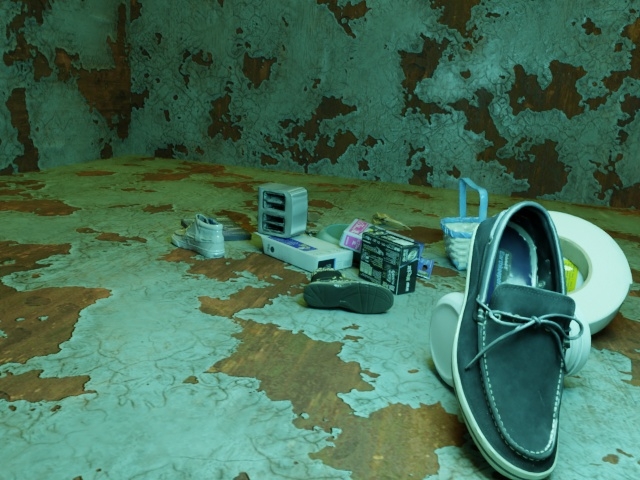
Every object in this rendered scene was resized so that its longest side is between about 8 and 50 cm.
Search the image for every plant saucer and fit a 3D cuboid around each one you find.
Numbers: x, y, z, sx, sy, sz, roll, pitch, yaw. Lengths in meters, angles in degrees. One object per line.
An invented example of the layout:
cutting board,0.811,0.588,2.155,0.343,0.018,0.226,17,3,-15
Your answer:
plant saucer,0.136,-0.002,2.069,0.317,0.044,0.318,9,18,-3

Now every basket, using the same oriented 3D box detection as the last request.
basket,0.520,-0.057,1.966,0.200,0.289,0.255,-6,18,2

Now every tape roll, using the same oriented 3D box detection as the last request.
tape roll,0.595,0.082,1.494,0.391,0.072,0.392,-5,48,6

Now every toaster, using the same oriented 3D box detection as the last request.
toaster,-0.128,-0.101,1.946,0.185,0.168,0.110,12,19,28

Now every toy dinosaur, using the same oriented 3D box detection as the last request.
toy dinosaur,0.288,-0.095,2.491,0.112,0.064,0.211,-5,18,-35

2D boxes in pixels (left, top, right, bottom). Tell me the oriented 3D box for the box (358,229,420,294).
box,0.203,0.062,1.705,0.077,0.148,0.180,-6,17,-35

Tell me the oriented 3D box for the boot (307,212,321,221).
boot,-0.068,-0.109,2.481,0.118,0.042,0.087,-2,14,-23

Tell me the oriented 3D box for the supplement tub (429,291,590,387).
supplement tub,0.377,0.198,1.157,0.271,0.191,0.191,0,15,-16

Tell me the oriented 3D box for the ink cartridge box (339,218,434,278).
ink cartridge box,0.233,0.022,1.900,0.310,0.065,0.186,23,20,9

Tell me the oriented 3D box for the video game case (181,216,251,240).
video game case,-0.401,-0.044,2.168,0.195,0.026,0.274,-3,18,-27

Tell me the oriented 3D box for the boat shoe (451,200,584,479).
boat shoe,0.336,0.141,0.971,0.186,0.156,0.501,17,56,-7

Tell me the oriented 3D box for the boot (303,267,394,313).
boot,0.075,0.127,1.547,0.236,0.086,0.179,4,12,1

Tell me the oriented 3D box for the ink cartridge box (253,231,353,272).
ink cartridge box,-0.065,0.030,1.914,0.165,0.065,0.332,-9,22,-42

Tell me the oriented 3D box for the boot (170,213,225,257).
boot,-0.411,-0.031,1.917,0.258,0.124,0.095,16,19,37

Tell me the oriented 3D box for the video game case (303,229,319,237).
video game case,0.000,0.000,2.128,0.190,0.022,0.173,13,18,33

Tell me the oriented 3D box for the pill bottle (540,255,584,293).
pill bottle,0.660,0.093,1.647,0.333,0.188,0.188,10,16,17
